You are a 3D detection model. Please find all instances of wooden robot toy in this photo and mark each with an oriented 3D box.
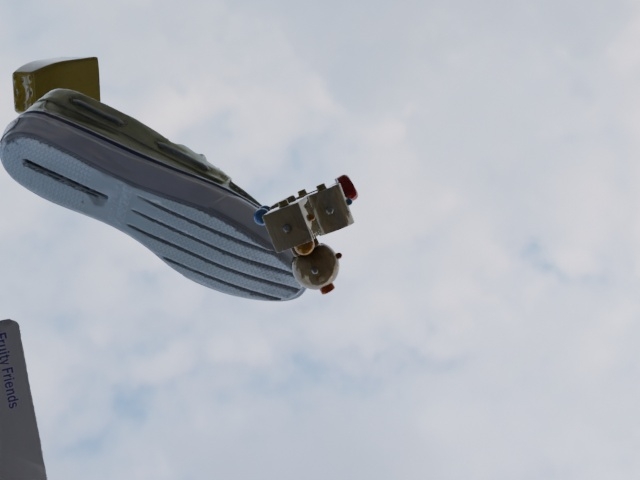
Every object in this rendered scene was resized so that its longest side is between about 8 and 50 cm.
[{"bbox_3d":[0.000,0.000,0.812,0.076,0.173,0.079,-22,-86,0],"label":"wooden robot toy"}]

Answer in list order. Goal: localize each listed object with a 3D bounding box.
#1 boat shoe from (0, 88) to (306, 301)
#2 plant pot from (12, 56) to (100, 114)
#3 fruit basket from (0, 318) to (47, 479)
[{"bbox_3d":[-0.135,-0.048,1.000,0.302,0.109,0.094,29,-131,-8],"label":"boat shoe"},{"bbox_3d":[-0.323,-0.181,1.336,0.081,0.081,0.083,8,-167,42],"label":"plant pot"},{"bbox_3d":[-0.344,0.242,0.723,0.353,0.327,0.165,-11,-157,-19],"label":"fruit basket"}]
